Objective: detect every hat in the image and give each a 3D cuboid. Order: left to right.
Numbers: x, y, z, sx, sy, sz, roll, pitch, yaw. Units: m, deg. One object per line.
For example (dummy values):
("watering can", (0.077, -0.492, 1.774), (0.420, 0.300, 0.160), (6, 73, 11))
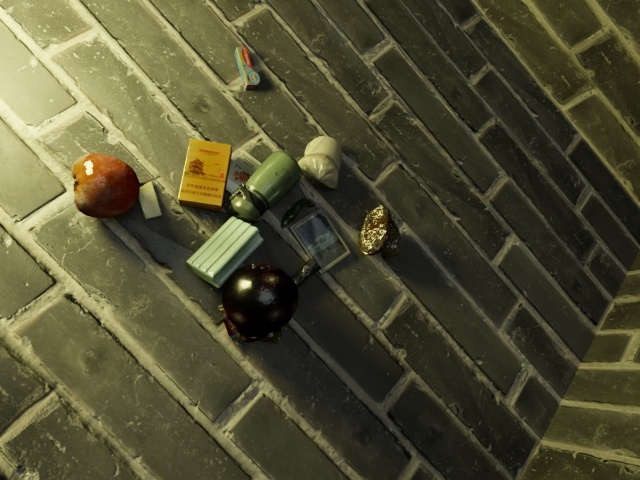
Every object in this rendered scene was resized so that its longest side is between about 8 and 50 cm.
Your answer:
("hat", (0.030, -0.368, 2.024), (0.219, 0.164, 0.226), (27, 89, -15))

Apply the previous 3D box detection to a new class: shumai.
("shumai", (0.280, -0.018, 2.046), (0.185, 0.184, 0.218), (34, 47, -49))

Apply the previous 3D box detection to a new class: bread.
("bread", (-0.676, -0.158, 1.735), (0.068, 0.028, 0.153), (-18, 85, -25))

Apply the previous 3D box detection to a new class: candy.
("candy", (-0.354, 0.332, 1.736), (0.045, 0.043, 0.175), (-21, 89, -27))

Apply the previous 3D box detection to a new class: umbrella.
("umbrella", (-0.097, 0.166, 1.875), (0.236, 0.059, 0.066), (-40, 80, -22))

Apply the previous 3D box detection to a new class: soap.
("soap", (-0.372, 0.042, 1.739), (0.160, 0.087, 0.265), (23, 60, 32))

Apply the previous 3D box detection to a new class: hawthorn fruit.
("hawthorn fruit", (-0.770, -0.186, 1.592), (0.263, 0.231, 0.235), (25, 94, -12))

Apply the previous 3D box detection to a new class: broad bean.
("broad bean", (-0.108, -0.131, 1.954), (0.195, 0.046, 0.061), (-38, 90, -27))

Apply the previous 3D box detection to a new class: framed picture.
("framed picture", (0.000, 0.000, 1.981), (0.189, 0.023, 0.260), (-34, 91, -23))

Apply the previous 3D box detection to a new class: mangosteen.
("mangosteen", (-0.240, 0.238, 1.686), (0.297, 0.297, 0.313), (27, 106, -14))

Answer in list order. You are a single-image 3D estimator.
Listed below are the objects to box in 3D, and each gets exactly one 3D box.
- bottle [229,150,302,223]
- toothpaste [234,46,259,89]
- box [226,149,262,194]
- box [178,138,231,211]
("bottle", (-0.236, -0.214, 1.851), (0.168, 0.168, 0.347), (43, 63, -7))
("toothpaste", (-0.334, -0.791, 2.029), (0.070, 0.044, 0.193), (-12, 82, -26))
("box", (-0.344, -0.286, 1.905), (0.109, 0.029, 0.198), (36, 65, -10))
("box", (-0.467, -0.268, 1.806), (0.174, 0.076, 0.274), (8, 74, -10))
